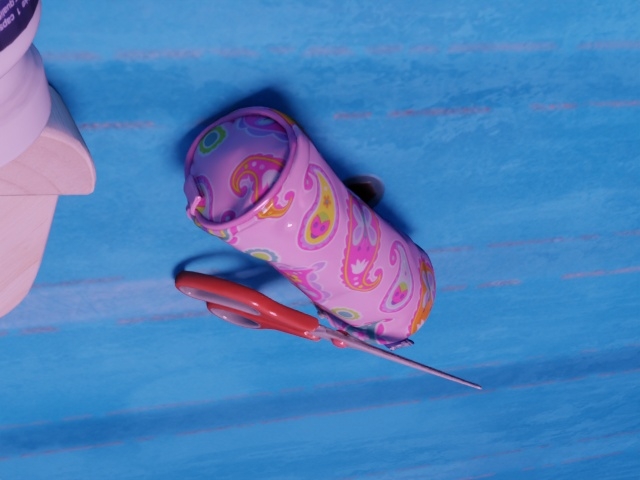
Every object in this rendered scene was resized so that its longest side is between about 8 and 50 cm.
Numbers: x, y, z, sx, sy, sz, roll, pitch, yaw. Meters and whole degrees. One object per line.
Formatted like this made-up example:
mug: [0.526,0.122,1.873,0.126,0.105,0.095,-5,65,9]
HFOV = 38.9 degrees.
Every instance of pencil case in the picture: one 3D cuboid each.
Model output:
pencil case: [0.000,0.000,0.801,0.124,0.124,0.284,-31,142,14]

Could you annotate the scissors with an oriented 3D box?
scissors: [0.000,0.084,0.840,0.297,0.021,0.109,15,158,25]

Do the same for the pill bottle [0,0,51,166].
pill bottle: [-0.238,-0.164,0.486,0.153,0.153,0.264,-12,140,-8]

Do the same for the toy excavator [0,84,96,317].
toy excavator: [-0.374,0.097,0.734,0.445,0.222,0.433,-24,143,-16]
